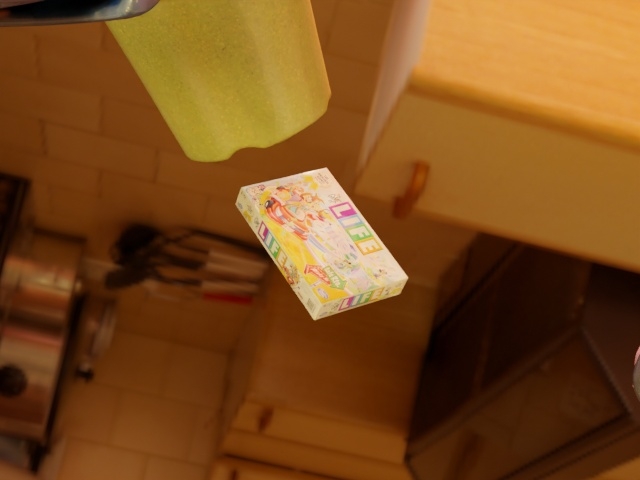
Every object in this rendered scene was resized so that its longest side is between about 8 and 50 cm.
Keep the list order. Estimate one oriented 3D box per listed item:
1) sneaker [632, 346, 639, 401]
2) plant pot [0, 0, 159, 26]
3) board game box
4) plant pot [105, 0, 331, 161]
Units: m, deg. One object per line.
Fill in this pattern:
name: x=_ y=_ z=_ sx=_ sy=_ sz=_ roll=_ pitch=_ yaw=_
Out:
sneaker: x=0.492 y=0.195 z=1.732 sx=0.131 sy=0.112 sz=0.319 roll=-57 pitch=166 yaw=29
plant pot: x=-0.206 y=-0.233 z=0.682 sx=0.236 sy=0.212 sz=0.236 roll=9 pitch=-87 yaw=48
board game box: x=0.000 y=0.000 z=1.177 sx=0.154 sy=0.103 sz=0.026 roll=54 pitch=-39 yaw=28
plant pot: x=-0.112 y=-0.235 z=1.337 sx=0.276 sy=0.276 sz=0.254 roll=-89 pitch=159 yaw=-65
